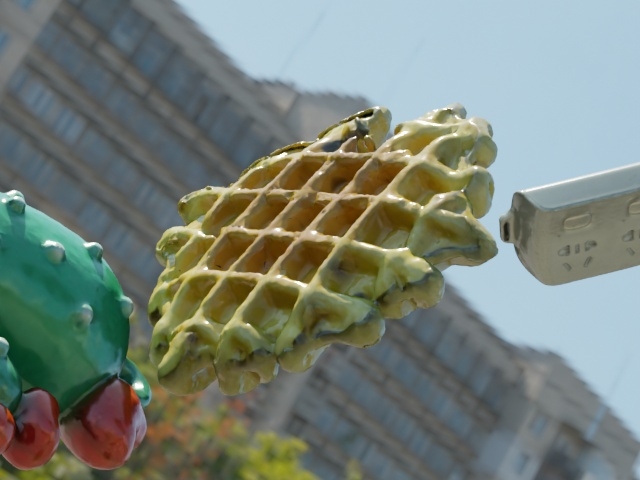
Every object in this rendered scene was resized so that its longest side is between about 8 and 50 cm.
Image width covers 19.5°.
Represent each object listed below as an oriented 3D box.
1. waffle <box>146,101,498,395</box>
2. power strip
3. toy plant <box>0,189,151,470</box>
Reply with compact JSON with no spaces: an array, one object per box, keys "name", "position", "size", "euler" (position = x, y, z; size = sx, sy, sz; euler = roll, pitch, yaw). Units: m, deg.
[{"name":"waffle","position":[-0.001,-0.002,1.207],"size":[0.056,0.261,0.250],"euler":[60,12,-29]},{"name":"power strip","position":[0.220,-0.028,0.996],"size":[0.060,0.253,0.027],"euler":[81,-7,-46]},{"name":"toy plant","position":[-0.249,-0.012,1.071],"size":[0.400,0.185,0.279],"euler":[36,-14,-23]}]
